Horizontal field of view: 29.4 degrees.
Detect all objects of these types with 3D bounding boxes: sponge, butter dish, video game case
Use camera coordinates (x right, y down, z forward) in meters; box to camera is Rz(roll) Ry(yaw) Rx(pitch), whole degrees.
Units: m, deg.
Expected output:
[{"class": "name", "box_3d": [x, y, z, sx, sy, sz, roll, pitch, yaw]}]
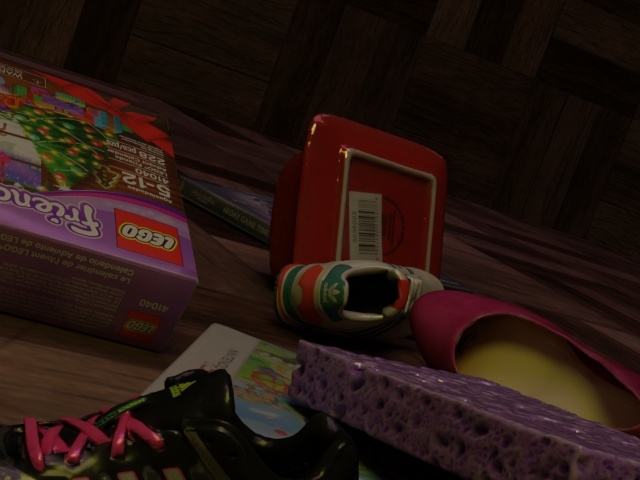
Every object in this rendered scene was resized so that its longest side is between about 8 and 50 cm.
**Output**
[{"class": "sponge", "box_3d": [0.083, 0.085, 0.526, 0.117, 0.031, 0.210, 15, -2, -29]}, {"class": "butter dish", "box_3d": [0.014, -0.007, 0.990, 0.160, 0.160, 0.118, 14, -13, -41]}, {"class": "video game case", "box_3d": [0.000, 0.000, 1.262, 0.196, 0.026, 0.274, 13, 11, -45]}, {"class": "video game case", "box_3d": [0.025, 0.101, 0.603, 0.212, 0.023, 0.193, 21, 8, 3]}]

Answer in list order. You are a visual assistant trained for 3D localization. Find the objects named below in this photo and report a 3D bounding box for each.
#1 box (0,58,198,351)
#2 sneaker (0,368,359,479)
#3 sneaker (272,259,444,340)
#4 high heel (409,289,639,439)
[{"class": "box", "box_3d": [-0.221, -0.051, 0.688, 0.293, 0.057, 0.201, 17, 27, -23]}, {"class": "sneaker", "box_3d": [-0.060, 0.071, 0.397, 0.170, 0.074, 0.063, 17, 8, -18]}, {"class": "sneaker", "box_3d": [0.047, 0.044, 0.871, 0.161, 0.057, 0.075, 7, -5, -43]}, {"class": "high heel", "box_3d": [0.125, 0.077, 0.736, 0.244, 0.082, 0.117, 43, -6, 43]}]
